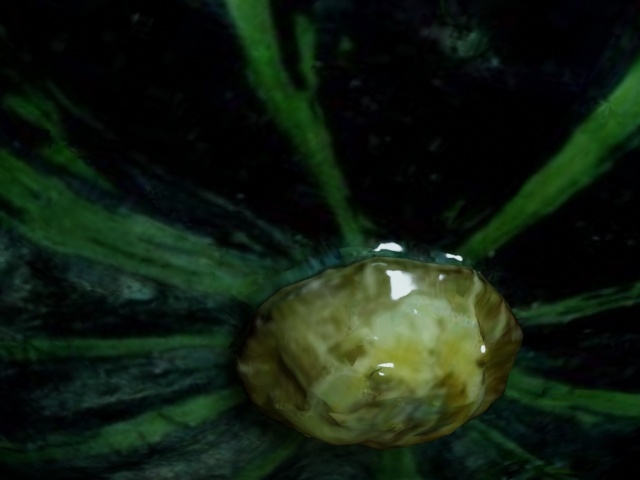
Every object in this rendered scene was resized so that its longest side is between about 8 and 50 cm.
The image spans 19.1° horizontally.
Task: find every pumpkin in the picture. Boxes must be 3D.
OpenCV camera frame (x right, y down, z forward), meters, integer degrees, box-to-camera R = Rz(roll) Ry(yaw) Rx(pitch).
[{"bbox_3d":[0.001,-0.046,0.439,0.315,0.315,0.238,-6,50,1],"label":"pumpkin"}]
